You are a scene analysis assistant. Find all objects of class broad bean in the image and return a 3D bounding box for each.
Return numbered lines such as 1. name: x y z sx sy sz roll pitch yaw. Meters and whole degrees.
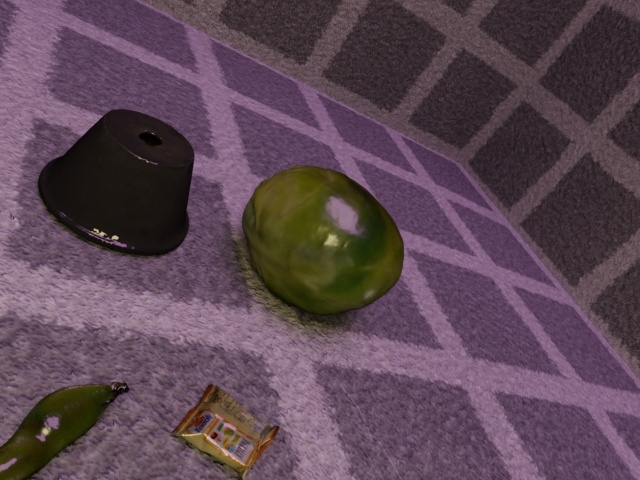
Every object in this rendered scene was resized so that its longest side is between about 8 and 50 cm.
1. broad bean: -0.299 0.207 0.589 0.070 0.048 0.214 45 31 14

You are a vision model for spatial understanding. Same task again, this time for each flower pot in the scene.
1. flower pot: -0.325 -0.118 0.953 0.269 0.166 0.269 30 28 -18

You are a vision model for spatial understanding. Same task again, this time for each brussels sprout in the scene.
1. brussels sprout: 0.000 0.000 1.073 0.344 0.268 0.344 32 5 -3

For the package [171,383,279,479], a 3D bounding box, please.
1. package: -0.126 0.257 0.740 0.121 0.031 0.108 33 26 4
